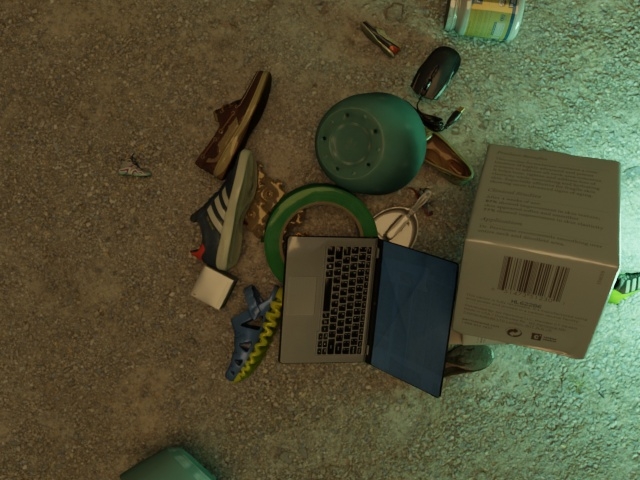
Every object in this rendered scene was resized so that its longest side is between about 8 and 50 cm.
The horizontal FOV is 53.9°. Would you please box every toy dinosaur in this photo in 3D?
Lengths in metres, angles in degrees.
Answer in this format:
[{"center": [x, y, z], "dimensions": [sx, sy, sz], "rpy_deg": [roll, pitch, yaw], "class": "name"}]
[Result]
[{"center": [0.304, -0.113, 1.840], "dimensions": [0.090, 0.047, 0.082], "rpy_deg": [8, 100, 36], "class": "toy dinosaur"}]

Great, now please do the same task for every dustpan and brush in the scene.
[{"center": [0.244, -0.063, 1.821], "dimensions": [0.147, 0.060, 0.211], "rpy_deg": [42, 92, 3], "class": "dustpan and brush"}]

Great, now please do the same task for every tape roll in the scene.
[{"center": [0.000, 0.000, 1.786], "dimensions": [0.321, 0.077, 0.321], "rpy_deg": [-1, 104, -5], "class": "tape roll"}]

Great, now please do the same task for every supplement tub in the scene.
[{"center": [0.458, -0.646, 1.771], "dimensions": [0.200, 0.144, 0.144], "rpy_deg": [8, 90, 3], "class": "supplement tub"}]

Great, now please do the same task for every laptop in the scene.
[{"center": [0.112, 0.201, 1.686], "dimensions": [0.408, 0.236, 0.382], "rpy_deg": [1, 106, -11], "class": "laptop"}]

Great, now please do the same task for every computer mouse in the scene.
[{"center": [0.345, -0.437, 1.786], "dimensions": [0.184, 0.060, 0.262], "rpy_deg": [36, 79, 11], "class": "computer mouse"}]

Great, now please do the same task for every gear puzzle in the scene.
[{"center": [-0.137, -0.078, 1.853], "dimensions": [0.339, 0.044, 0.175], "rpy_deg": [43, 98, 3], "class": "gear puzzle"}]

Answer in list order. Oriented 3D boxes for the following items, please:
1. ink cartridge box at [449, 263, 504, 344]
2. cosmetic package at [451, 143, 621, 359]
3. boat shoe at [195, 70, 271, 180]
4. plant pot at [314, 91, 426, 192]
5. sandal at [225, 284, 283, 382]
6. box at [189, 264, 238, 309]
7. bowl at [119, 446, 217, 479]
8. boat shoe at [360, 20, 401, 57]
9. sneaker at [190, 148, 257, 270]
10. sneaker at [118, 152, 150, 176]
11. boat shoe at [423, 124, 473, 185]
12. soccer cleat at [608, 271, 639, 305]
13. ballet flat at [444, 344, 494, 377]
[{"center": [0.481, 0.171, 1.728], "dimensions": [0.354, 0.119, 0.207], "rpy_deg": [-3, 45, 3], "class": "ink cartridge box"}, {"center": [0.533, 0.016, 1.558], "dimensions": [0.329, 0.393, 0.327], "rpy_deg": [11, 135, 17], "class": "cosmetic package"}, {"center": [-0.256, -0.349, 1.826], "dimensions": [0.123, 0.123, 0.342], "rpy_deg": [28, 97, 2], "class": "boat shoe"}, {"center": [0.118, -0.259, 1.700], "dimensions": [0.293, 0.235, 0.293], "rpy_deg": [3, 99, 21], "class": "plant pot"}, {"center": [-0.200, 0.257, 1.822], "dimensions": [0.138, 0.126, 0.317], "rpy_deg": [25, 83, 7], "class": "sandal"}, {"center": [-0.309, 0.134, 1.838], "dimensions": [0.102, 0.087, 0.101], "rpy_deg": [27, 91, 3], "class": "box"}, {"center": [-0.391, 0.698, 1.759], "dimensions": [0.311, 0.311, 0.163], "rpy_deg": [41, 72, 3], "class": "bowl"}, {"center": [0.175, -0.593, 1.835], "dimensions": [0.137, 0.049, 0.043], "rpy_deg": [43, 89, 0], "class": "boat shoe"}, {"center": [-0.285, -0.097, 1.786], "dimensions": [0.148, 0.131, 0.350], "rpy_deg": [16, 92, 14], "class": "sneaker"}, {"center": [-0.553, -0.226, 1.878], "dimensions": [0.098, 0.038, 0.069], "rpy_deg": [6, 91, 3], "class": "sneaker"}, {"center": [0.322, -0.267, 1.803], "dimensions": [0.285, 0.089, 0.104], "rpy_deg": [35, 92, 4], "class": "boat shoe"}, {"center": [0.883, 0.114, 1.786], "dimensions": [0.179, 0.060, 0.072], "rpy_deg": [-32, 87, 5], "class": "soccer cleat"}, {"center": [0.378, 0.359, 1.820], "dimensions": [0.250, 0.058, 0.084], "rpy_deg": [-17, 67, -3], "class": "ballet flat"}]
